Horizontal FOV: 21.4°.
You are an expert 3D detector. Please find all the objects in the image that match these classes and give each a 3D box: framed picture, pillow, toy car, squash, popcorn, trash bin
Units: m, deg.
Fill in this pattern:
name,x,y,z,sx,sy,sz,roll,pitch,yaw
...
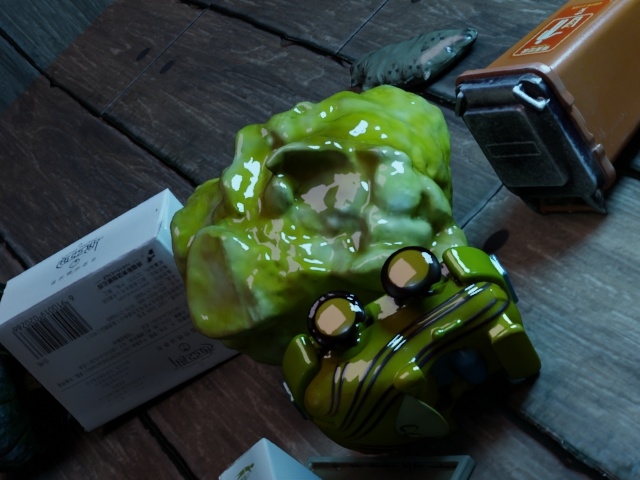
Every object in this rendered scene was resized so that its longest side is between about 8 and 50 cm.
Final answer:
name,x,y,z,sx,sy,sz,roll,pitch,yaw
framed picture,0.028,0.288,1.668,0.250,0.016,0.184,-11,41,50
pillow,0.114,-0.239,2.317,0.241,0.051,0.093,-9,42,47
toy car,0.094,0.123,1.653,0.248,0.200,0.142,-33,55,3
squash,-0.433,0.183,2.248,0.165,0.252,0.252,5,47,22
popcorn,0.007,0.001,1.910,0.334,0.293,0.292,-34,70,27
trash bin,0.285,-0.158,1.822,0.238,0.184,0.161,-43,22,-26

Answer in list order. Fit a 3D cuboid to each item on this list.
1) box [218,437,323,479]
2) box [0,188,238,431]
name,x,y,z,sx,sy,sz,roll,pitch,yaw
box,-0.003,0.303,1.498,0.067,0.155,0.243,-40,33,14
box,-0.243,0.091,2.139,0.274,0.203,0.116,-29,29,22
